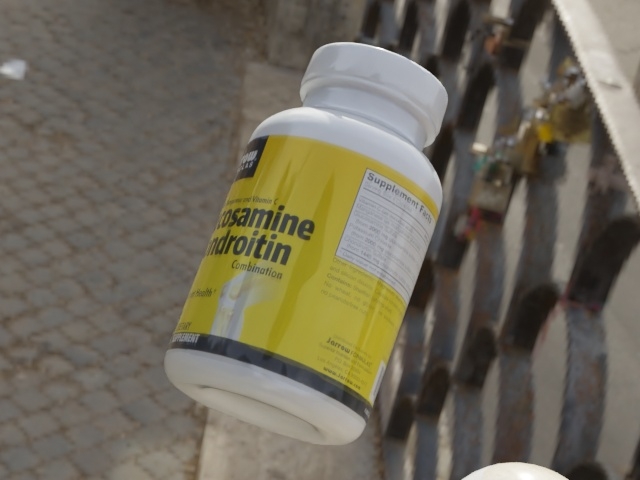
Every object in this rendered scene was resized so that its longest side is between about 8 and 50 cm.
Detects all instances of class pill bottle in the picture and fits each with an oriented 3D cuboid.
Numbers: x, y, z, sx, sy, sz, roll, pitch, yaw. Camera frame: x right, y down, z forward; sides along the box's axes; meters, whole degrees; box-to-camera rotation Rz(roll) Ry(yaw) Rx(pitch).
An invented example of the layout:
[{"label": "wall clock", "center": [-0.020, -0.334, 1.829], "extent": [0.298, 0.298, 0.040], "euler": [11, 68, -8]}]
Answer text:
[{"label": "pill bottle", "center": [0.000, 0.000, 0.677], "extent": [0.103, 0.103, 0.184], "euler": [18, 73, 6]}]

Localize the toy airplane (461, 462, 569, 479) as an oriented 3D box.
[{"label": "toy airplane", "center": [0.104, 0.241, 0.620], "extent": [0.384, 0.386, 0.272], "euler": [-17, 62, 5]}]
